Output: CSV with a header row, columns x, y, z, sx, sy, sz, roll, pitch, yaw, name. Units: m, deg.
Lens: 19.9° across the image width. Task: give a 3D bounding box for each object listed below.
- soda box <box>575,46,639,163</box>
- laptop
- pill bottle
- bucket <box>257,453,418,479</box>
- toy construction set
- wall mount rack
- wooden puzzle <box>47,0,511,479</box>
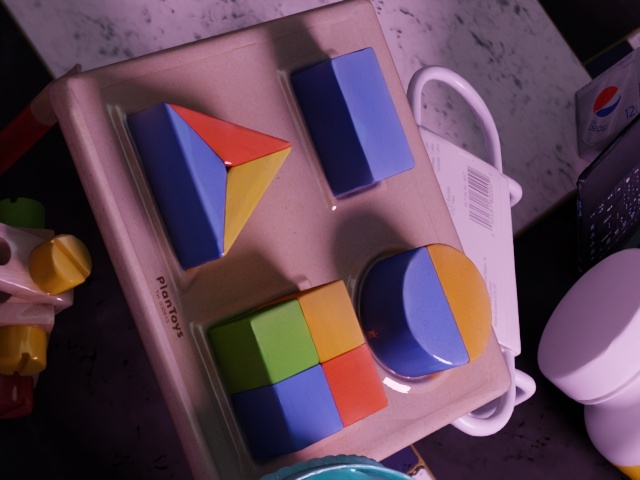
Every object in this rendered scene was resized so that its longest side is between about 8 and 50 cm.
x,y,z,sx,sy,sz,roll,pitch,yaw,name
0.402,-0.088,1.904,0.286,0.098,0.091,25,49,-28,soda box
0.365,-0.025,1.728,0.136,0.264,0.234,34,66,27,laptop
0.361,0.161,1.632,0.334,0.188,0.188,39,44,-16,pill bottle
0.002,0.279,1.145,0.281,0.281,0.183,-6,44,-44,bucket
-0.227,-0.018,1.172,0.257,0.237,0.309,38,43,-18,toy construction set
0.042,0.003,1.499,0.304,0.130,0.350,26,48,-33,wall mount rack
0.000,0.000,1.274,0.348,0.080,0.322,-22,92,-47,wooden puzzle
